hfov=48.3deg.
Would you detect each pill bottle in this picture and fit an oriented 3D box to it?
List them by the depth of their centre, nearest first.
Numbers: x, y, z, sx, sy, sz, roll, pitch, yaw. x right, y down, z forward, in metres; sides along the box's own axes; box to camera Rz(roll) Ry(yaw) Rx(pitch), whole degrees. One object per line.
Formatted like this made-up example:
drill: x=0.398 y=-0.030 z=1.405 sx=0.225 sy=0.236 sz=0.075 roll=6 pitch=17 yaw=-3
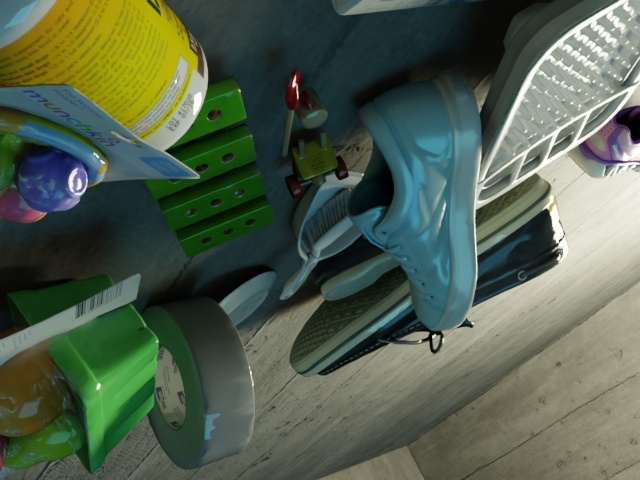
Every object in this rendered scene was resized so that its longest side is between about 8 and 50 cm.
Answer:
pill bottle: x=-0.166 y=-0.139 z=0.440 sx=0.117 sy=0.117 sz=0.215 roll=-32 pitch=156 yaw=8

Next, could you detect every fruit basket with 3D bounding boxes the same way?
fruit basket: x=-0.356 y=0.186 z=0.767 sx=0.353 sy=0.165 sz=0.327 roll=-24 pitch=154 yaw=-28

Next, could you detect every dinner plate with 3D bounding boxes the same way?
dinner plate: x=-0.116 y=0.097 z=1.034 sx=0.141 sy=0.017 sz=0.141 roll=-40 pitch=167 yaw=-11

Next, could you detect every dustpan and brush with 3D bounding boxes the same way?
dustpan and brush: x=0.000 y=0.000 z=0.956 sx=0.147 sy=0.060 sz=0.211 roll=3 pitch=141 yaw=-49

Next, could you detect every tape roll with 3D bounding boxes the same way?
tape roll: x=-0.172 y=0.187 z=0.949 sx=0.072 sy=0.219 sz=0.219 roll=-11 pitch=150 yaw=-34

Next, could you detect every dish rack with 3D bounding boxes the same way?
dish rack: x=0.282 y=-0.191 z=0.819 sx=0.285 sy=0.072 sz=0.333 roll=-31 pitch=160 yaw=-16

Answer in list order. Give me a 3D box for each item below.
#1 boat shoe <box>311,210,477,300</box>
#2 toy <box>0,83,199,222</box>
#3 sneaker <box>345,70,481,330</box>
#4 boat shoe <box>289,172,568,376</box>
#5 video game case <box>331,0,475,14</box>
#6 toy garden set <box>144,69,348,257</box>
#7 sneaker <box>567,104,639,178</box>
boat shoe: x=0.103 y=-0.001 z=1.043 sx=0.254 sy=0.079 sz=0.095 roll=-30 pitch=158 yaw=9
toy: x=-0.221 y=-0.046 z=0.485 sx=0.237 sy=0.056 sz=0.137 roll=4 pitch=165 yaw=24
sneaker: x=0.103 y=-0.028 z=0.873 sx=0.150 sy=0.135 sz=0.366 roll=-11 pitch=125 yaw=-6
boat shoe: x=0.172 y=0.087 z=1.138 sx=0.500 sy=0.156 sz=0.187 roll=-34 pitch=-163 yaw=7
video game case: x=0.210 y=-0.256 z=0.502 sx=0.300 sy=0.036 sz=0.329 roll=-20 pitch=180 yaw=-39
toy garden set: x=-0.076 y=-0.092 z=0.719 sx=0.204 sy=0.049 sz=0.244 roll=-23 pitch=155 yaw=-8
sneaker: x=0.510 y=-0.167 z=1.141 sx=0.236 sy=0.095 sz=0.104 roll=-11 pitch=143 yaw=-31
